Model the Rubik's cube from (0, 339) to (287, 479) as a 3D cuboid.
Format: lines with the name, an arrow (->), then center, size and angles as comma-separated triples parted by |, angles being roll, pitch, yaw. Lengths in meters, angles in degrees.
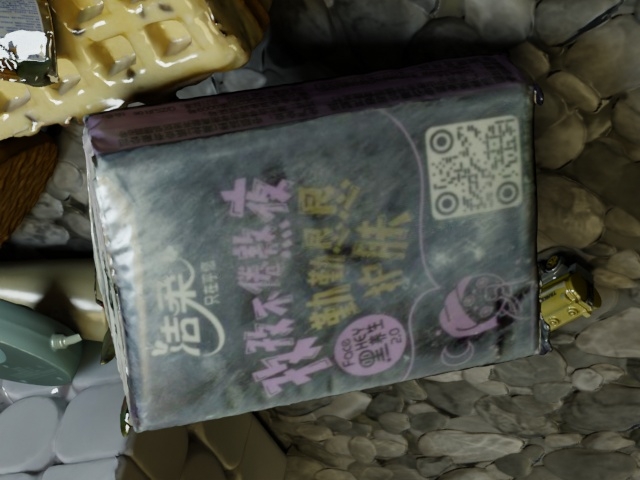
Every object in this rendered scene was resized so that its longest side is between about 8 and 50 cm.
Rubik's cube -> -0.243, 0.284, 1.671 | 0.290, 0.291, 0.291 | -11, 135, 25

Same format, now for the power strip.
power strip -> -0.300, 0.102, 1.541 | 0.137, 0.044, 0.216 | 24, 158, -27

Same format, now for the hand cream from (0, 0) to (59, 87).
hand cream -> -0.238, -0.182, 1.172 | 0.062, 0.039, 0.163 | 4, 141, 8

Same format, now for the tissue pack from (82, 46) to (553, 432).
tissue pack -> 0.000, 0.000, 1.265 | 0.361, 0.122, 0.259 | -10, 116, -9

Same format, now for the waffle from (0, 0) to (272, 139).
waffle -> -0.260, -0.209, 1.249 | 0.376, 0.114, 0.261 | -12, 134, 26

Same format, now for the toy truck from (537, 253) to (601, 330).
toy truck -> 0.207, 0.062, 1.475 | 0.052, 0.063, 0.123 | 35, 134, -25

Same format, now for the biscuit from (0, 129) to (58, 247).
biscuit -> -0.333, -0.003, 1.410 | 0.037, 0.262, 0.262 | 42, 136, 3

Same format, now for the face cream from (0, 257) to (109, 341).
face cream -> -0.309, 0.054, 1.584 | 0.341, 0.084, 0.137 | 3, 169, 13

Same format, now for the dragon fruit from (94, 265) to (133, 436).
dragon fruit -> -0.109, 0.056, 1.424 | 0.192, 0.274, 0.193 | 33, 176, -34
